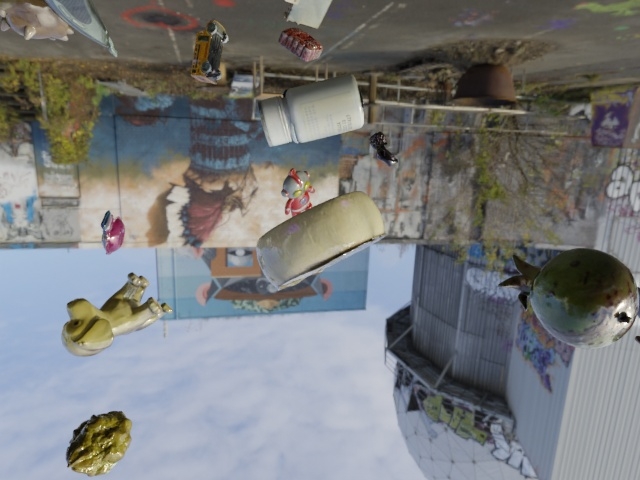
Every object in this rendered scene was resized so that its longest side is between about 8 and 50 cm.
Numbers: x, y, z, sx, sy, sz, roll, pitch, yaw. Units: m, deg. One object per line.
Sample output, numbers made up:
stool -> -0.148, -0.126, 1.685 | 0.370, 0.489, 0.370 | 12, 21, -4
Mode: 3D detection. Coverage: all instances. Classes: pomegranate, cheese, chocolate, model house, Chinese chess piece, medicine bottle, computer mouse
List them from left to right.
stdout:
computer mouse -> -0.547, -0.522, 0.924 | 0.090, 0.167, 0.379 | -26, 168, -8
cheese -> -0.474, -0.018, 0.957 | 0.038, 0.095, 0.145 | 12, 154, -11
model house -> -0.034, -0.886, 1.407 | 0.178, 0.207, 0.271 | 7, 164, -18
medicine bottle -> -0.025, -0.336, 1.102 | 0.257, 0.144, 0.143 | -14, -167, 0
Chinese chess piece -> 0.000, 0.000, 0.392 | 0.122, 0.051, 0.122 | -27, 174, -3
chocolate -> 0.215, -0.315, 1.451 | 0.072, 0.070, 0.147 | -8, -140, -11
pomegranate -> 0.366, 0.085, 0.620 | 0.148, 0.149, 0.169 | -3, 173, -24

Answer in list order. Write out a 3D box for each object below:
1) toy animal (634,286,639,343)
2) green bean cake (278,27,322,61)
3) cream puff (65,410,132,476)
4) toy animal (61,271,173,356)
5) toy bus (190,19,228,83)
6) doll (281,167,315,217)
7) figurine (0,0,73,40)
toy animal -> 0.606, 0.207, 0.688 | 0.122, 0.185, 0.298 | -28, -135, 16
green bean cake -> -0.067, -0.701, 1.499 | 0.135, 0.056, 0.135 | 36, -145, 1
cream puff -> -0.515, 0.458, 0.962 | 0.146, 0.116, 0.146 | -15, -131, 18
toy animal -> -0.414, 0.149, 0.867 | 0.168, 0.121, 0.233 | -41, 178, -2
toy bus -> -0.323, -0.544, 1.217 | 0.074, 0.162, 0.069 | 11, -176, 18
doll -> -0.078, -0.167, 1.456 | 0.076, 0.245, 0.142 | 39, -110, 21
figurine -> -0.717, -0.615, 1.097 | 0.177, 0.173, 0.247 | 13, -139, -3
